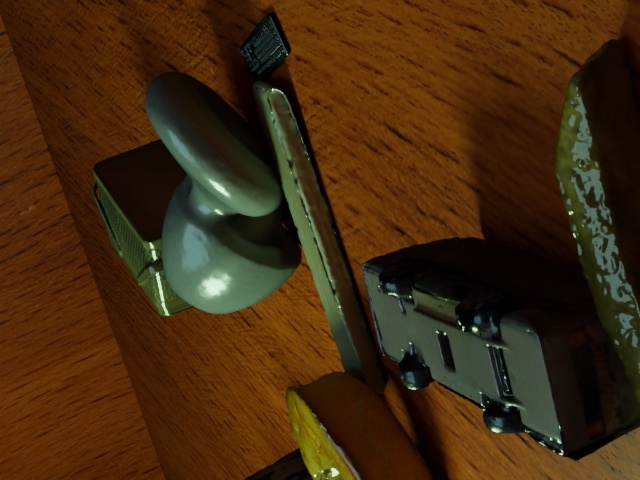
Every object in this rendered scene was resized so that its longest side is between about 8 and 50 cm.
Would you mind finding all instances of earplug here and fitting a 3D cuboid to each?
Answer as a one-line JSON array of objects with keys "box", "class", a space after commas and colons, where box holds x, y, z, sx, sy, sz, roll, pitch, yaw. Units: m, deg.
[{"box": [-0.131, -0.057, 1.679, 0.214, 0.175, 0.325, -115, 10, -56], "class": "earplug"}]

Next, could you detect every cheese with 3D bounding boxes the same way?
[{"box": [-0.003, 0.001, 1.617, 0.085, 0.034, 0.400, 26, 137, 65], "class": "cheese"}]

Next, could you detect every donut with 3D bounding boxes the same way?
[{"box": [0.045, 0.271, 1.651, 0.253, 0.118, 0.253, 49, 166, 17], "class": "donut"}]

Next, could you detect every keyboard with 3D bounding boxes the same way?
[{"box": [-0.065, -0.216, 1.556, 0.053, 0.010, 0.155, 65, 163, 0], "class": "keyboard"}]

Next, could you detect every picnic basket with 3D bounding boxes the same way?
[{"box": [-0.221, -0.028, 2.021, 0.266, 0.165, 0.139, 47, 153, 47], "class": "picnic basket"}]

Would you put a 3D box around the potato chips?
[{"box": [0.238, 0.070, 0.904, 0.080, 0.057, 0.407, -22, 91, 55], "class": "potato chips"}]

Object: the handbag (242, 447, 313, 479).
[{"box": [-0.010, 0.418, 1.959, 0.193, 0.190, 0.251, 62, 172, -6], "class": "handbag"}]

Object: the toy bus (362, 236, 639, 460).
[{"box": [0.146, 0.067, 1.083, 0.317, 0.138, 0.112, -152, 47, -66], "class": "toy bus"}]
